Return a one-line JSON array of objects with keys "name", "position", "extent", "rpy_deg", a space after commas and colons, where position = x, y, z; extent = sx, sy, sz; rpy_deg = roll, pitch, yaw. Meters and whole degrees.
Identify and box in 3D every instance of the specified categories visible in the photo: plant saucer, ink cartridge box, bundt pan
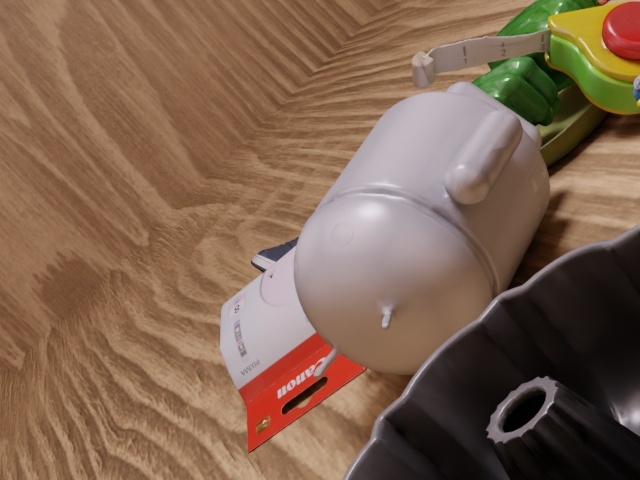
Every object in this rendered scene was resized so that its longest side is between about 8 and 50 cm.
[{"name": "plant saucer", "position": [0.274, -0.144, 1.423], "extent": [0.241, 0.037, 0.241], "rpy_deg": [-40, 14, 12]}, {"name": "ink cartridge box", "position": [-0.039, 0.109, 1.402], "extent": [0.189, 0.066, 0.232], "rpy_deg": [-38, 25, 21]}, {"name": "bundt pan", "position": [0.161, 0.143, 0.728], "extent": [0.331, 0.124, 0.331], "rpy_deg": [-41, 15, 13]}]

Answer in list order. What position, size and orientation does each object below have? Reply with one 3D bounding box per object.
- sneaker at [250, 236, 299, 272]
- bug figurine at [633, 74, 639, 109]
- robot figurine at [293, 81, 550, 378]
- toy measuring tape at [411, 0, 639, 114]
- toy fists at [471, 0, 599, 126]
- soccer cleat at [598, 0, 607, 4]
[{"name": "sneaker", "position": [0.002, 0.001, 1.613], "extent": [0.163, 0.086, 0.226], "rpy_deg": [-57, 26, -10]}, {"name": "bug figurine", "position": [0.411, -0.203, 1.070], "extent": [0.279, 0.072, 0.216], "rpy_deg": [-27, 7, 47]}, {"name": "robot figurine", "position": [0.102, -0.010, 1.169], "extent": [0.353, 0.199, 0.300], "rpy_deg": [-55, -4, -40]}, {"name": "toy measuring tape", "position": [0.267, -0.179, 1.245], "extent": [0.330, 0.121, 0.121], "rpy_deg": [-11, 17, 0]}, {"name": "toy fists", "position": [0.242, -0.192, 1.391], "extent": [0.279, 0.096, 0.142], "rpy_deg": [-52, 9, -24]}, {"name": "soccer cleat", "position": [0.442, -0.421, 1.683], "extent": [0.196, 0.076, 0.068], "rpy_deg": [-40, 15, 12]}]
